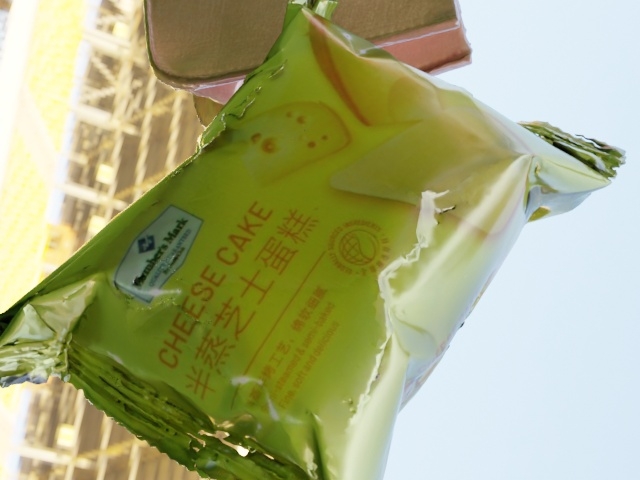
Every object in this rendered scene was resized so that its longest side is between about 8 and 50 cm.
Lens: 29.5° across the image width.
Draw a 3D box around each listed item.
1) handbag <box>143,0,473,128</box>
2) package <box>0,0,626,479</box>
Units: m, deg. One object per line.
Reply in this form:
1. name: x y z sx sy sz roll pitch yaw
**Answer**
1. handbag: -0.012 -0.167 0.607 0.157 0.059 0.212 -14 -116 13
2. package: 0.000 0.000 0.468 0.226 0.168 0.090 -53 164 -28
